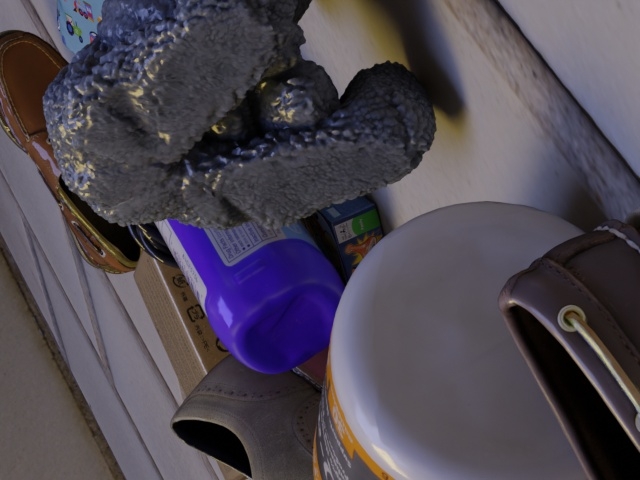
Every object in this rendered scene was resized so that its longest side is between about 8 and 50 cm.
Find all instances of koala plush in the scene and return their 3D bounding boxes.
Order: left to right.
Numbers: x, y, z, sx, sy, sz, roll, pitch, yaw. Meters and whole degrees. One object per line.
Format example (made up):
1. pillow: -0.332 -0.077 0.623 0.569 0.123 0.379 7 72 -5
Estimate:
1. koala plush: -0.062 -0.134 1.127 0.196 0.203 0.221 39 -143 -39

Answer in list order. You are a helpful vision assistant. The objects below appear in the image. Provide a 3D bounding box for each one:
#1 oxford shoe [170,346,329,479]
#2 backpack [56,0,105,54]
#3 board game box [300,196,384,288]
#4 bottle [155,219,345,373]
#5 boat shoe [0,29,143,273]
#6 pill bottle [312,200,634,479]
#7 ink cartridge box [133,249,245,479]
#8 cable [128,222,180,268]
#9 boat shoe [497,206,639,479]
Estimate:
1. oxford shoe: 0.031 0.188 1.332 0.348 0.130 0.123 34 154 43
2. backpack: -0.119 -0.206 1.332 0.158 0.117 0.173 39 146 36
3. board game box: 0.000 0.000 1.414 0.201 0.035 0.136 43 153 58
4. bottle: -0.081 -0.039 1.365 0.283 0.092 0.118 58 -178 32
5. boat shoe: -0.275 -0.104 2.173 0.307 0.111 0.104 60 165 -14
6. pill bottle: 0.077 0.105 1.028 0.162 0.162 0.278 61 165 20
7. ink cartridge box: -0.088 0.105 1.815 0.234 0.088 0.193 64 168 5
8. cable: -0.095 -0.046 1.492 0.047 0.184 0.150 -13 89 35
9. boat shoe: 0.178 0.144 0.845 0.324 0.097 0.116 68 166 -6
